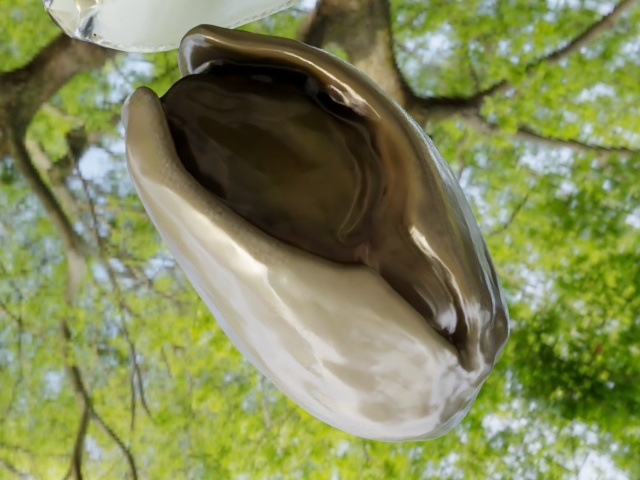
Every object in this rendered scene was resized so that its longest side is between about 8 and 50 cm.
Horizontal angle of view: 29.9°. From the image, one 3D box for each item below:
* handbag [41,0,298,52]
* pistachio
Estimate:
[{"bbox_3d":[-0.014,-0.272,0.582,0.160,0.358,0.236,44,-129,7],"label":"handbag"},{"bbox_3d":[0.000,0.000,0.593,0.238,0.153,0.138,53,-122,-20],"label":"pistachio"}]
